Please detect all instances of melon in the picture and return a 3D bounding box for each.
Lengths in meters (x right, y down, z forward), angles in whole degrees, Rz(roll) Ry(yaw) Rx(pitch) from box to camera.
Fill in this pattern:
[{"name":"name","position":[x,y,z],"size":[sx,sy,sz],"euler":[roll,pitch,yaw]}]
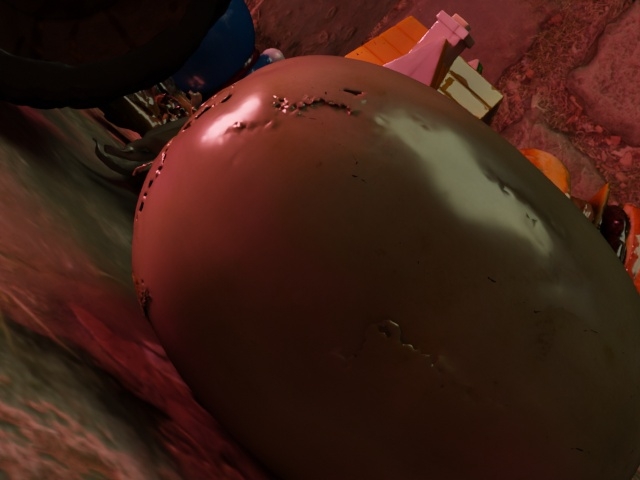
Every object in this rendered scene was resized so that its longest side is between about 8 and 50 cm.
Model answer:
[{"name":"melon","position":[0.038,0.036,0.638],"size":[0.317,0.223,0.223],"euler":[41,8,-7]}]

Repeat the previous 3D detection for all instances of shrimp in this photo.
[{"name":"shrimp","position":[-0.193,-0.161,1.146],"size":[0.290,0.054,0.222],"euler":[51,8,4]}]

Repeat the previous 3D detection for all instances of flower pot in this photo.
[{"name":"flower pot","position":[-0.198,-0.234,0.883],"size":[0.266,0.266,0.267],"euler":[40,-2,-14]}]

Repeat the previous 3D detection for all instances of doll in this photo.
[{"name":"doll","position":[-0.129,-0.210,1.394],"size":[0.257,0.161,0.215],"euler":[53,36,-18]}]

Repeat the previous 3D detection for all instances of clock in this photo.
[{"name":"clock","position":[0.083,-0.121,1.368],"size":[0.166,0.309,0.235],"euler":[43,8,15]}]

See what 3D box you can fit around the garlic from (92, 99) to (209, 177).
[{"name":"garlic","position":[-0.048,-0.022,0.958],"size":[0.292,0.210,0.237],"euler":[44,41,-16]}]

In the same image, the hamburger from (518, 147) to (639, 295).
[{"name":"hamburger","position":[0.199,0.060,1.095],"size":[0.225,0.291,0.291],"euler":[24,9,-1]}]
